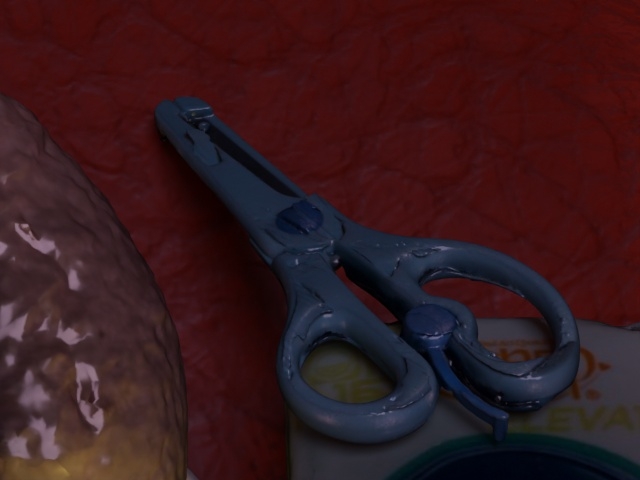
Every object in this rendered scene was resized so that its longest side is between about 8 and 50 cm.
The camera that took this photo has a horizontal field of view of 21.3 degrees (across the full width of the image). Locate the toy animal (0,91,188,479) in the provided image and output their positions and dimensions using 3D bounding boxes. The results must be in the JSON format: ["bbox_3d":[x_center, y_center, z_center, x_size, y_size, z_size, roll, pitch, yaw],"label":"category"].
[{"bbox_3d":[-0.176,0.096,0.971,0.188,0.226,0.358,-2,65,-28],"label":"toy animal"}]

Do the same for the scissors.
[{"bbox_3d":[0.000,-0.001,1.051,0.180,0.032,0.393,-19,40,-25],"label":"scissors"}]

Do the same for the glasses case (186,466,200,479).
[{"bbox_3d":[-0.067,0.194,1.040,0.041,0.063,0.164,-32,77,-23],"label":"glasses case"}]

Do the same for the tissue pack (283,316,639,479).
[{"bbox_3d":[0.123,0.214,0.930,0.287,0.162,0.388,0,39,-2],"label":"tissue pack"}]
